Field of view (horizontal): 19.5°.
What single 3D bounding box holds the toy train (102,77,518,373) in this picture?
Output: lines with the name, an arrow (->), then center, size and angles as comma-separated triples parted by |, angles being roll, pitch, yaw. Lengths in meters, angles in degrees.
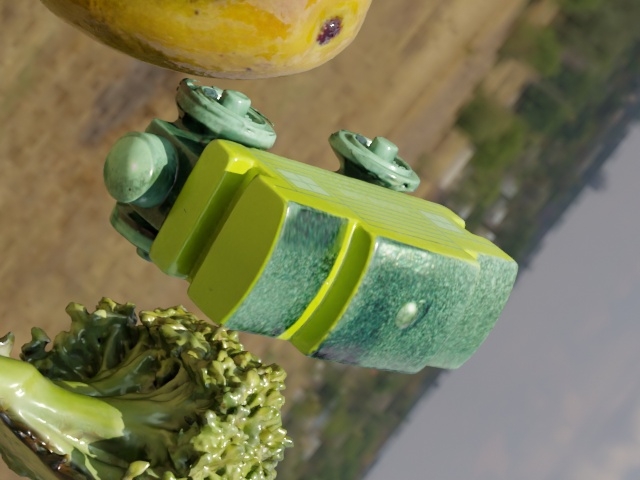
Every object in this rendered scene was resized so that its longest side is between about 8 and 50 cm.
toy train -> 0.000, 0.000, 1.764 | 0.442, 0.272, 0.179 | 14, 112, -50

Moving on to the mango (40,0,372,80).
mango -> -0.154, -0.331, 2.169 | 0.232, 0.446, 0.300 | 95, 15, -46

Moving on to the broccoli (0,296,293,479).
broccoli -> -0.130, 0.109, 1.306 | 0.180, 0.273, 0.242 | -50, -152, -20
